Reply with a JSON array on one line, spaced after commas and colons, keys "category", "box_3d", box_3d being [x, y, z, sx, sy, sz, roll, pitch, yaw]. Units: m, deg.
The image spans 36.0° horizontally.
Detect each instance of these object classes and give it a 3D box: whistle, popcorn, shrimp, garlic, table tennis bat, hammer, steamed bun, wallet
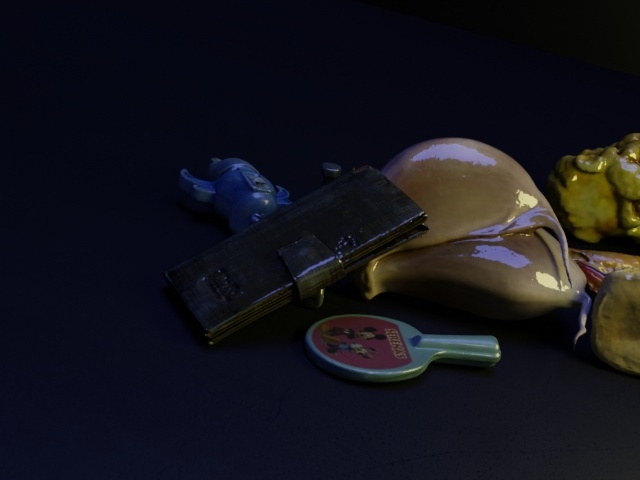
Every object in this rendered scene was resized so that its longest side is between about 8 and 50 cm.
[{"category": "whistle", "box_3d": [-0.125, -0.073, 1.531, 0.180, 0.093, 0.269, 9, 16, -20]}, {"category": "popcorn", "box_3d": [0.510, -0.098, 1.706, 0.226, 0.203, 0.200, 22, 30, 4]}, {"category": "shrimp", "box_3d": [0.435, 0.067, 1.478, 0.287, 0.063, 0.152, 14, 34, 4]}, {"category": "garlic", "box_3d": [0.228, -0.014, 1.354, 0.340, 0.232, 0.246, 14, 20, 24]}, {"category": "table tennis bat", "box_3d": [0.101, 0.132, 1.208, 0.244, 0.040, 0.153, 3, 23, -6]}, {"category": "hammer", "box_3d": [0.001, 0.000, 1.406, 0.033, 0.111, 0.288, 8, 31, 1]}, {"category": "steamed bun", "box_3d": [0.445, 0.095, 1.312, 0.172, 0.141, 0.155, 11, 18, 10]}, {"category": "wallet", "box_3d": [-0.035, 0.009, 1.247, 0.317, 0.044, 0.169, -27, 37, -13]}]
